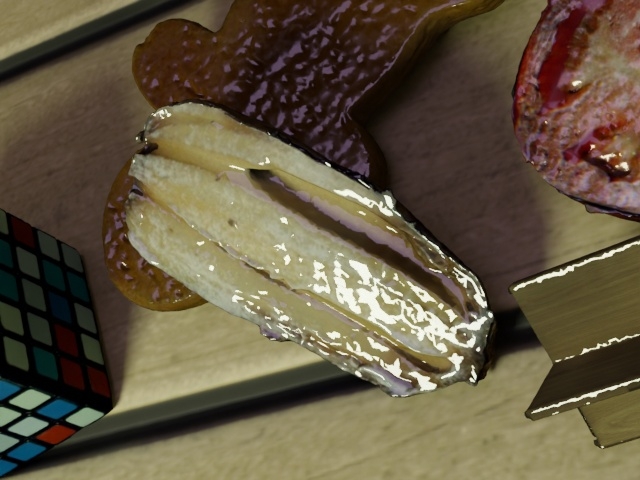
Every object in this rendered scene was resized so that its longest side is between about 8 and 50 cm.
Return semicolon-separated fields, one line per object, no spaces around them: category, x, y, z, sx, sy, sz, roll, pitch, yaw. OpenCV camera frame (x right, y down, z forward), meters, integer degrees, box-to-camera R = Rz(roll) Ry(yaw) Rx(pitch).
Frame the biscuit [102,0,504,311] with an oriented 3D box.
biscuit;-0.036;-0.124;1.176;0.283;0.064;0.432;35;93;29

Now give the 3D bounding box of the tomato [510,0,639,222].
tomato;0.252;-0.105;0.961;0.225;0.085;0.225;-12;64;26

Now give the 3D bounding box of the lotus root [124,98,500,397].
lotus root;0.001;0.000;1.057;0.329;0.078;0.167;31;119;17

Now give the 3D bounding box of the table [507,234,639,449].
table;0.244;0.050;0.867;0.227;0.167;0.167;-24;58;35

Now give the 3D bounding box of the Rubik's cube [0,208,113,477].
Rubik's cube;-0.318;0.092;1.196;0.184;0.182;0.187;-32;56;18
